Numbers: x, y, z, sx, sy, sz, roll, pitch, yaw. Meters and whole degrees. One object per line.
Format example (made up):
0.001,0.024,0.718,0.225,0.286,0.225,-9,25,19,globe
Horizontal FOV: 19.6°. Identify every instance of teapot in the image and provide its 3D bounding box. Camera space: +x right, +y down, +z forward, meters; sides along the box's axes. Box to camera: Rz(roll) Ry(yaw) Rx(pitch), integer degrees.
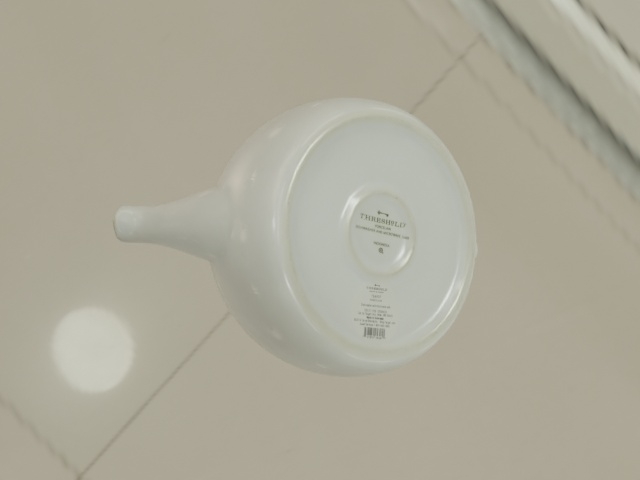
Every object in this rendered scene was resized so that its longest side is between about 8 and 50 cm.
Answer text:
0.000,0.000,1.595,0.252,0.187,0.256,-46,112,-30,teapot
